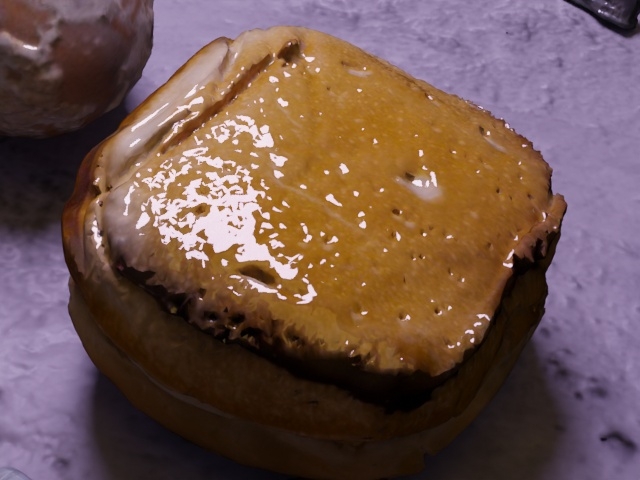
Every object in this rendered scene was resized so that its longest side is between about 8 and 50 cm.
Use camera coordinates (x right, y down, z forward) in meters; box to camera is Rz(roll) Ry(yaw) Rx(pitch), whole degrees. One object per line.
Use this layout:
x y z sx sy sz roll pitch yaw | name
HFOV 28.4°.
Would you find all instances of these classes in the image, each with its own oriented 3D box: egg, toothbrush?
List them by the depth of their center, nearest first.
-0.225 -0.181 0.943 0.203 0.203 0.245 -13 56 -19 | egg
0.175 -0.278 1.199 0.297 0.030 0.030 34 26 24 | toothbrush

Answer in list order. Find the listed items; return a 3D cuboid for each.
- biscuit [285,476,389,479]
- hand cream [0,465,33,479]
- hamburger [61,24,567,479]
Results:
-0.018 0.202 0.731 0.126 0.025 0.206 35 52 22 | biscuit
-0.105 0.208 0.674 0.255 0.048 0.079 32 80 29 | hand cream
0.000 0.005 0.812 0.284 0.174 0.304 26 50 20 | hamburger
